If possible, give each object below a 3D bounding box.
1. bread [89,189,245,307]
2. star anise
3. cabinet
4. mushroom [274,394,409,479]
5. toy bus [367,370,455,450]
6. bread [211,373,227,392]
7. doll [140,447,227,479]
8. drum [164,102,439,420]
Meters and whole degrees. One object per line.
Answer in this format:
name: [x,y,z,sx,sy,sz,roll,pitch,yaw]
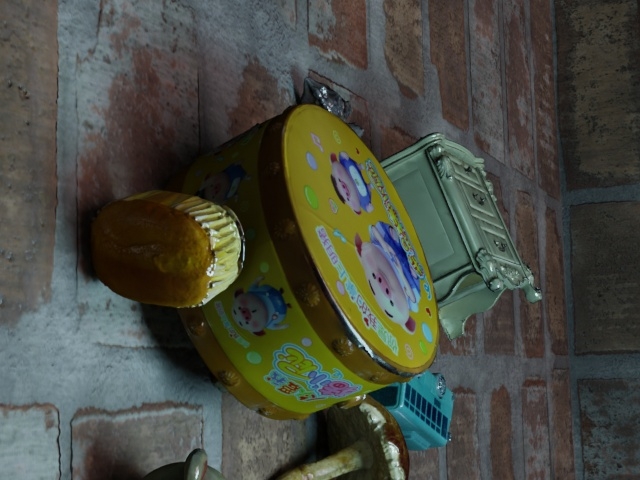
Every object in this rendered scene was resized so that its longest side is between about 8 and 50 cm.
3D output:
bread: [-0.194,0.010,1.346,0.114,0.190,0.132,-28,121,-62]
star anise: [0.020,-0.181,1.954,0.209,0.089,0.231,-28,99,-55]
cabinet: [0.236,0.003,2.094,0.290,0.227,0.318,16,48,-63]
mushroom: [0.021,0.351,1.792,0.301,0.208,0.233,20,27,-52]
toy bus: [0.160,0.311,2.120,0.256,0.128,0.147,45,48,-51]
bread: [-0.123,0.169,1.629,0.062,0.109,0.043,48,-5,38]
doll: [-0.197,0.421,1.309,0.235,0.174,0.330,103,5,-53]
drum: [-0.022,0.029,1.560,0.431,0.214,0.431,45,31,-37]
